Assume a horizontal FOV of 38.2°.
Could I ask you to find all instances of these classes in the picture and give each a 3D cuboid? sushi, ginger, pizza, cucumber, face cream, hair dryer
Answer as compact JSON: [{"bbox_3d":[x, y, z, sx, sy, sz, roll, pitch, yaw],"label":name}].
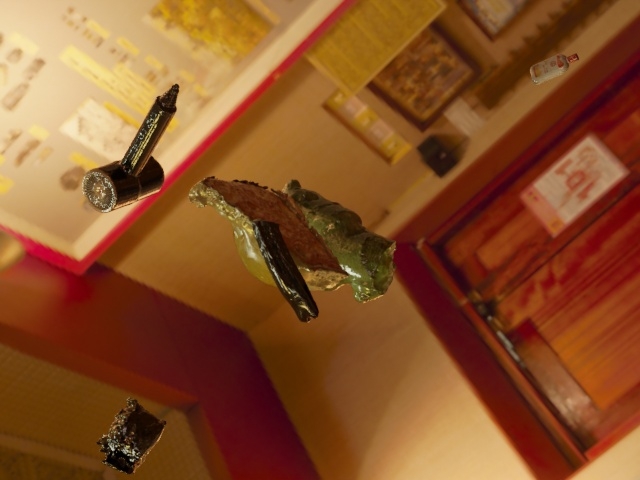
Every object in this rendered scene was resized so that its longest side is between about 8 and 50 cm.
[{"bbox_3d":[-0.430,0.447,2.062,0.115,0.147,0.212,32,156,-4],"label":"sushi"},{"bbox_3d":[0.003,0.001,1.491,0.290,0.137,0.089,38,-145,29],"label":"ginger"},{"bbox_3d":[-0.080,-0.004,1.144,0.188,0.080,0.204,49,-162,28],"label":"pizza"},{"bbox_3d":[-0.041,0.035,1.047,0.034,0.033,0.135,-30,-80,-40],"label":"cucumber"},{"bbox_3d":[0.404,-0.300,1.595,0.021,0.083,0.040,32,-135,-48],"label":"face cream"},{"bbox_3d":[-0.382,-0.218,2.072,0.107,0.352,0.189,45,-148,10],"label":"hair dryer"}]
